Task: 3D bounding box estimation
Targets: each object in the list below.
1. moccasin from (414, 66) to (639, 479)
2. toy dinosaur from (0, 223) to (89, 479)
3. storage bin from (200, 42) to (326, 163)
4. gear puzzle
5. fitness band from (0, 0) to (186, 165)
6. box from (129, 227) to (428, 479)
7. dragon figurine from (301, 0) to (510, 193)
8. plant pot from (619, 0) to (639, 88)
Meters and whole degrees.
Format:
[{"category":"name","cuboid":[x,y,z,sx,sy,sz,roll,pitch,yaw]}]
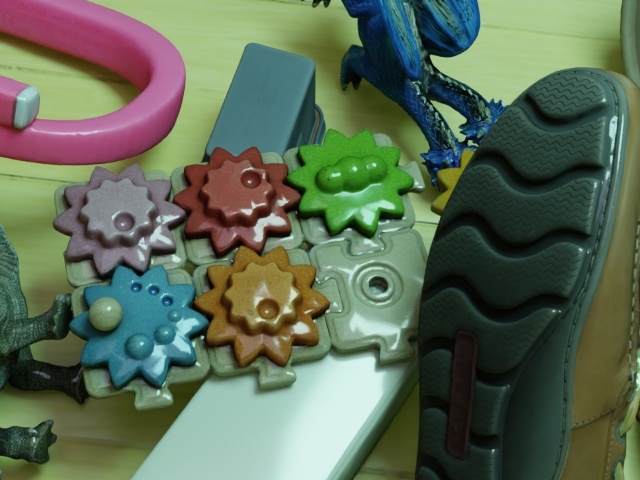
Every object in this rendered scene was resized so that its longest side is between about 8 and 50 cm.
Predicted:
[{"category":"moccasin","cuboid":[0.147,0.085,0.757,0.147,0.139,0.380,1,93,-42]},{"category":"toy dinosaur","cuboid":[-0.255,0.096,0.817,0.160,0.121,0.313,13,66,15]},{"category":"storage bin","cuboid":[-0.040,-0.075,0.921,0.098,0.091,0.135,16,63,3]},{"category":"gear puzzle","cuboid":[0.000,0.000,0.806,0.339,0.044,0.175,-10,62,-9]},{"category":"fitness band","cuboid":[-0.243,-0.141,0.904,0.291,0.054,0.209,20,31,7]},{"category":"box","cuboid":[-0.018,0.119,0.820,0.113,0.094,0.275,33,65,13]},{"category":"dragon figurine","cuboid":[0.063,-0.170,0.920,0.085,0.289,0.144,-32,32,-22]},{"category":"plant pot","cuboid":[0.405,-0.167,0.944,0.229,0.263,0.263,-18,64,-34]}]
